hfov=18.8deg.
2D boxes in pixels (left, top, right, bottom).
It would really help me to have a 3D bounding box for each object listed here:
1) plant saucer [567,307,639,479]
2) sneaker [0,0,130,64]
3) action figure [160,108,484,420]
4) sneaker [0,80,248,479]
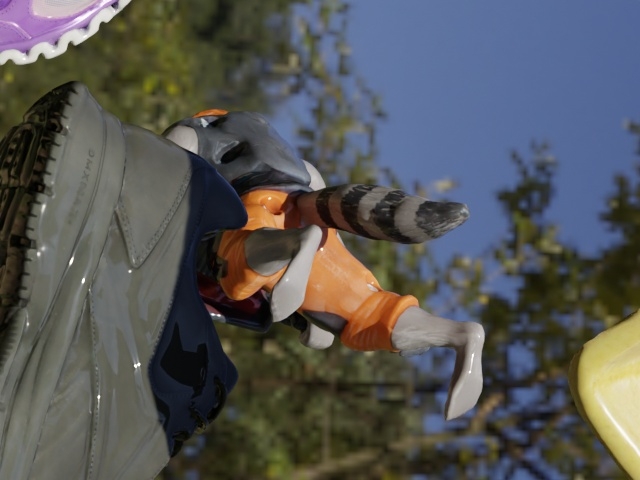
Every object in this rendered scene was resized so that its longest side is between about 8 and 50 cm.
[{"bbox_3d":[0.317,0.072,0.704,0.332,0.333,0.081,-36,-172,19],"label":"plant saucer"},{"bbox_3d":[-0.123,-0.181,1.085,0.104,0.236,0.095,81,-18,-50],"label":"sneaker"},{"bbox_3d":[0.000,0.000,1.394,0.330,0.341,0.178,38,-72,50],"label":"action figure"},{"bbox_3d":[-0.105,0.078,0.848,0.109,0.130,0.286,-6,-114,61],"label":"sneaker"}]
